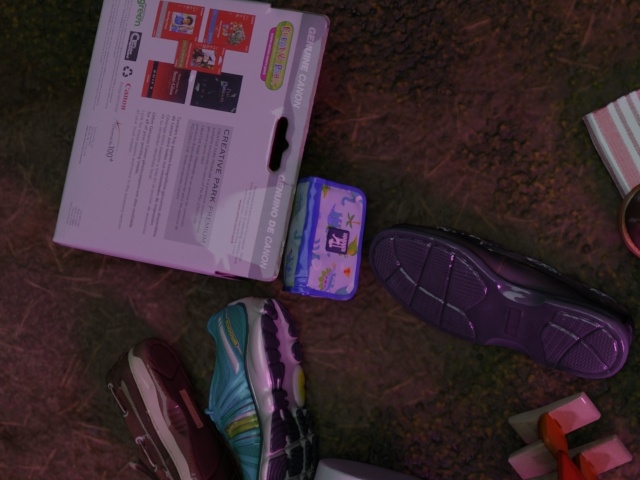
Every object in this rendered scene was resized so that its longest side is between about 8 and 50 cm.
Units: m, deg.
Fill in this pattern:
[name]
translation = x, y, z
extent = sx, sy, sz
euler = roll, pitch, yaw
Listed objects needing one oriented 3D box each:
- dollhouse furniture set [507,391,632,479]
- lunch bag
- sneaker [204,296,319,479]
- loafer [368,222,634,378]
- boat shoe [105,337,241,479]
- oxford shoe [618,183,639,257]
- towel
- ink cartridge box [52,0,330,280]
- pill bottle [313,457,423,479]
[dollhouse furniture set]
translation = 0.301, 0.315, 1.143
extent = 0.135, 0.262, 0.259
euler = -26, 119, 26
[lunch bag]
translation = 0.000, 0.000, 1.275
extent = 0.096, 0.151, 0.129
euler = 6, 86, 12
[sneaker]
translation = -0.073, 0.204, 1.316
extent = 0.110, 0.107, 0.275
euler = -12, 78, 30
[loafer]
translation = 0.201, 0.058, 1.274
extent = 0.302, 0.095, 0.109
euler = 24, 121, 17
[boat shoe]
translation = -0.172, 0.245, 1.330
extent = 0.095, 0.095, 0.257
euler = -32, 74, 22
[oxford shoe]
translation = 0.494, 0.001, 1.166
extent = 0.364, 0.133, 0.130
euler = 3, 91, 10
[towel]
translation = 0.408, -0.117, 1.266
extent = 0.197, 0.029, 0.144
euler = -26, 83, 9
[ink cartridge box]
translation = -0.131, -0.117, 1.320
extent = 0.272, 0.130, 0.309
euler = 12, 88, 15
[pill bottle]
translation = 0.031, 0.389, 1.232
extent = 0.161, 0.161, 0.283
euler = 13, 88, 12
